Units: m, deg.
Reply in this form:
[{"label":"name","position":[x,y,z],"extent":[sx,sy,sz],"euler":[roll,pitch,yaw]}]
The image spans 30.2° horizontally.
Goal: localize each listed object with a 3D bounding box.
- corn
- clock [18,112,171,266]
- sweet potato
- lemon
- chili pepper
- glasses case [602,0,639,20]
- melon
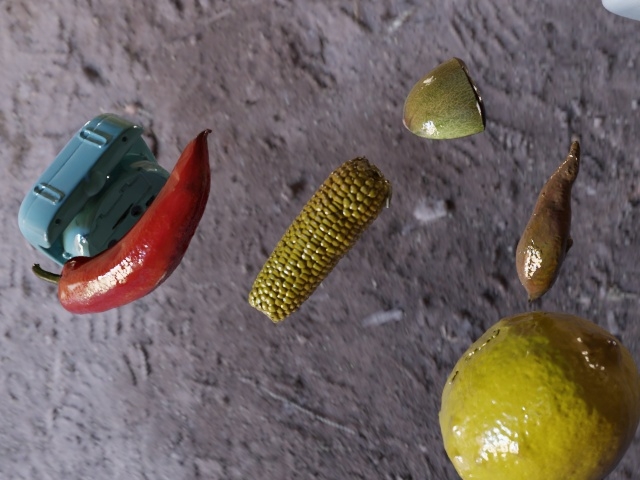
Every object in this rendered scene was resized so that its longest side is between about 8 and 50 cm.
[{"label":"corn","position":[-0.002,-0.001,1.646],"extent":[0.260,0.091,0.091],"euler":[-52,22,-1]},{"label":"clock","position":[-0.296,-0.036,1.742],"extent":[0.094,0.274,0.224],"euler":[25,73,37]},{"label":"sweet potato","position":[0.297,-0.019,1.530],"extent":[0.068,0.068,0.226],"euler":[18,104,19]},{"label":"lemon","position":[0.292,0.223,1.576],"extent":[0.260,0.284,0.261],"euler":[7,36,-5]},{"label":"chili pepper","position":[-0.242,0.008,1.533],"extent":[0.368,0.091,0.137],"euler":[-33,61,30]},{"label":"glasses case","position":[0.296,-0.187,0.902],"extent":[0.178,0.067,0.045],"euler":[1,83,-24]},{"label":"melon","position":[0.183,-0.221,1.835],"extent":[0.128,0.079,0.160],"euler":[-26,41,1]}]
